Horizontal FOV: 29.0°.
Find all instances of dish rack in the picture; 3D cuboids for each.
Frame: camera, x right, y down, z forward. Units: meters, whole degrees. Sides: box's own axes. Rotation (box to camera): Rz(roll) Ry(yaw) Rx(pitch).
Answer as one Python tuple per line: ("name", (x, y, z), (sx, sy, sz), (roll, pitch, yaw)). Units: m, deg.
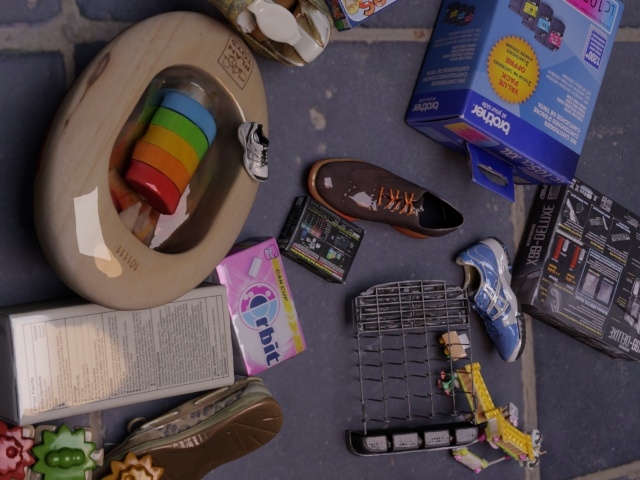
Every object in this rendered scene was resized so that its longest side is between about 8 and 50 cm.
("dish rack", (0.143, 0.198, 1.927), (0.208, 0.074, 0.271), (-3, 87, -13))

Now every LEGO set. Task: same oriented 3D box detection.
("LEGO set", (0.253, 0.288, 2.040), (0.287, 0.107, 0.132), (50, 30, -19))

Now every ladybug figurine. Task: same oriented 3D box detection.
("ladybug figurine", (-0.227, -0.109, 1.621), (0.305, 0.162, 0.449), (48, 54, -30))

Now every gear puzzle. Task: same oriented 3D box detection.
("gear puzzle", (-0.364, 0.321, 1.585), (0.339, 0.044, 0.175), (6, 88, -18))

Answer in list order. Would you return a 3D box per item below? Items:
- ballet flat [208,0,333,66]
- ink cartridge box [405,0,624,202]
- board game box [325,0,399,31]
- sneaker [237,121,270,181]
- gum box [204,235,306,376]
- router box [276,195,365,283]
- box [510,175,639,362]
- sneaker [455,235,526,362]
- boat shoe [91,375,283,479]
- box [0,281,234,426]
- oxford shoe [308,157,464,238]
("ballet flat", (-0.052, -0.301, 1.707), (0.348, 0.123, 0.123), (26, 74, -65))
("ink cartridge box", (0.313, -0.262, 2.020), (0.270, 0.151, 0.395), (25, 79, -32))
("board game box", (0.082, -0.429, 1.926), (0.201, 0.035, 0.136), (-35, 109, -28))
("sneaker", (-0.082, -0.116, 1.629), (0.032, 0.037, 0.083), (-36, 114, -46))
("gum box", (-0.099, 0.100, 1.799), (0.107, 0.062, 0.188), (-23, 104, -31))
("router box", (0.000, 0.000, 1.878), (0.122, 0.038, 0.092), (31, 74, -30))
("box", (0.484, 0.053, 2.181), (0.307, 0.076, 0.242), (26, 77, -31))
("sneaker", (0.280, 0.104, 2.052), (0.081, 0.080, 0.211), (-16, 90, -26))
("boat shoe", (-0.193, 0.280, 1.715), (0.285, 0.089, 0.104), (-21, 127, -12))
("box", (-0.281, 0.143, 1.642), (0.311, 0.121, 0.148), (-6, 95, -34))
("oxford shoe", (0.106, -0.069, 1.910), (0.271, 0.098, 0.096), (14, 83, -33))
